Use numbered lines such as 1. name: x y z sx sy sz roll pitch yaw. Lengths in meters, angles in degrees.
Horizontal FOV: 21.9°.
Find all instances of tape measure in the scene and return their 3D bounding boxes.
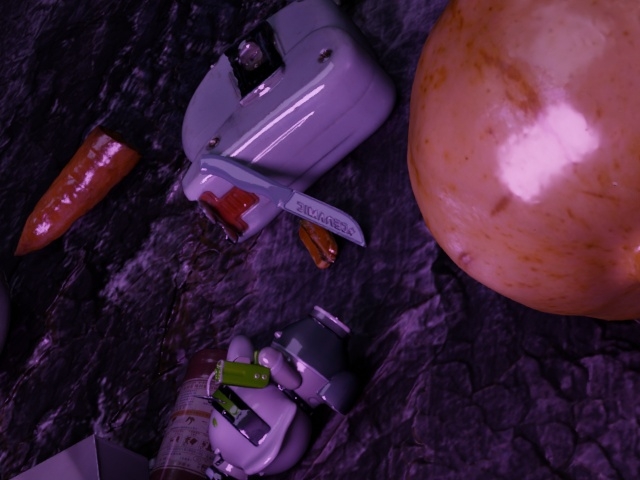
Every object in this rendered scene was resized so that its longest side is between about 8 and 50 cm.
1. tape measure: -0.050 -0.149 1.824 0.243 0.125 0.246 -38 35 11

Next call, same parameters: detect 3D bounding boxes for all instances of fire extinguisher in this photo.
1. fire extinguisher: -0.135 0.212 1.568 0.099 0.071 0.231 10 56 13

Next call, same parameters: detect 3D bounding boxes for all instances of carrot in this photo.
1. carrot: -0.314 -0.055 2.069 0.205 0.072 0.072 -47 33 2

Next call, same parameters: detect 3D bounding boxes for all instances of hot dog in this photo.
1. hot dog: 0.000 0.000 1.705 0.037 0.021 0.083 -57 31 22

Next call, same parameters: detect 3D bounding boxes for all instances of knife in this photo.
1. knife: -0.038 -0.044 1.701 0.210 0.015 0.028 25 72 21

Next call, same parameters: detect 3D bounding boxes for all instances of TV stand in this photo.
1. TV stand: -0.295 0.291 1.645 0.269 0.088 0.083 -30 51 23

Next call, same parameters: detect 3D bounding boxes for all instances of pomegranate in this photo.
1. pomegranate: 0.229 -0.076 1.283 0.342 0.342 0.342 -29 37 24

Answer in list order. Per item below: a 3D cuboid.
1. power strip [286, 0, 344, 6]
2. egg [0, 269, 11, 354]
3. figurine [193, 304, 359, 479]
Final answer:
1. power strip: 0.012 -0.357 2.042 0.167 0.054 0.253 -41 33 12
2. egg: -0.460 0.106 1.963 0.169 0.169 0.237 -10 49 42
3. figurine: -0.044 0.148 1.516 0.192 0.126 0.147 -57 -1 -5
